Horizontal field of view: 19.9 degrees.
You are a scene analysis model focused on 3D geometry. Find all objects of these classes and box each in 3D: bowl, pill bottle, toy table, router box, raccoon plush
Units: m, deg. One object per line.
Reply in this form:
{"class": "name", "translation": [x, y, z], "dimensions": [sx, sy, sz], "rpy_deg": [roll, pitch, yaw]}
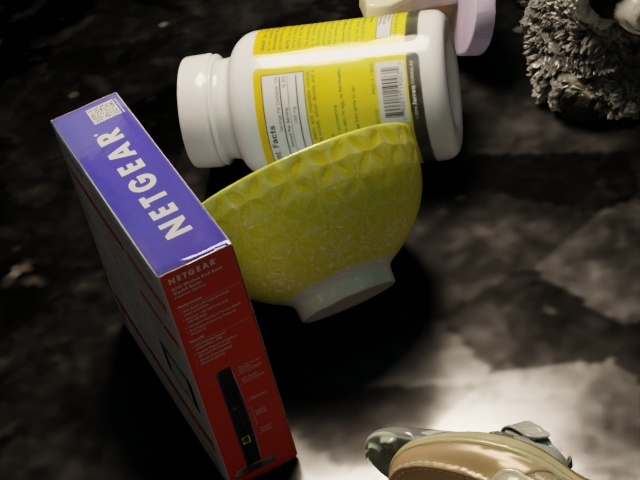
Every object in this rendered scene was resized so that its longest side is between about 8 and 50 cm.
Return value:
{"class": "bowl", "translation": [0.000, 0.000, 2.048], "dimensions": [0.289, 0.289, 0.156], "rpy_deg": [-22, 82, -10]}
{"class": "pill bottle", "translation": [0.000, -0.176, 2.265], "dimensions": [0.334, 0.188, 0.188], "rpy_deg": [-5, 39, 11]}
{"class": "toy table", "translation": [0.121, -0.339, 2.403], "dimensions": [0.161, 0.252, 0.274], "rpy_deg": [-2, 14, -8]}
{"class": "router box", "translation": [-0.157, 0.050, 1.945], "dimensions": [0.082, 0.301, 0.335], "rpy_deg": [-25, 40, -13]}
{"class": "raccoon plush", "translation": [0.308, -0.347, 2.290], "dimensions": [0.216, 0.299, 0.446], "rpy_deg": [-30, 41, -18]}

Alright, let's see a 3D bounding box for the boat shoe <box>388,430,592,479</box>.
{"class": "boat shoe", "translation": [0.195, 0.270, 1.691], "dimensions": [0.341, 0.121, 0.110], "rpy_deg": [12, 34, 33]}

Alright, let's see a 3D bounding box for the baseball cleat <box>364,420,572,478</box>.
{"class": "baseball cleat", "translation": [0.152, 0.219, 1.843], "dimensions": [0.206, 0.072, 0.109], "rpy_deg": [14, 32, 25]}
